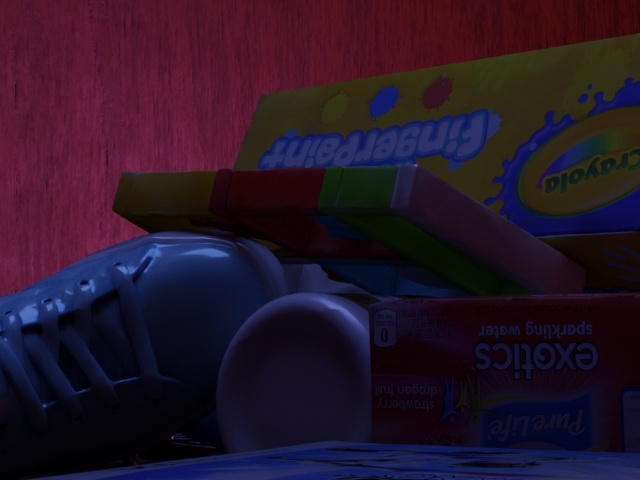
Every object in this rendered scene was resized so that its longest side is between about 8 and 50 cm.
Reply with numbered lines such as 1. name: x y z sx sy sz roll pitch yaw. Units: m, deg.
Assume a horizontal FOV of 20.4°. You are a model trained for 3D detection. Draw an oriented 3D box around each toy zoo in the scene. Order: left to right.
1. toy zoo: 0.000 0.000 1.160 0.293 0.030 0.192 0 -19 40

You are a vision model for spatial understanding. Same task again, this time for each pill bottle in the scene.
1. pill bottle: 0.054 0.099 1.111 0.131 0.131 0.229 -3 -4 37

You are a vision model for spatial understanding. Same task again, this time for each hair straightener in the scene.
1. hair straightener: -0.151 0.172 1.466 0.230 0.047 0.089 4 22 -12

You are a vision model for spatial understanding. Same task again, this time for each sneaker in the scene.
1. sneaker: -0.193 0.096 1.086 0.366 0.135 0.150 -23 1 7

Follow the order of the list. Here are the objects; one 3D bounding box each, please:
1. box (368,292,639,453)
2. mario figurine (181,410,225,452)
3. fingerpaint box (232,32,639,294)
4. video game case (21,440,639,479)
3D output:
1. box: 0.160 0.091 0.929 0.257 0.128 0.122 -3 -3 38
2. mario figurine: -0.096 0.079 1.325 0.320 0.170 0.198 13 -25 46
3. fingerpaint box: 0.200 0.019 1.342 0.445 0.163 0.371 -5 -31 47
4. video game case: 0.040 0.118 0.696 0.269 0.061 0.244 -3 -2 36
